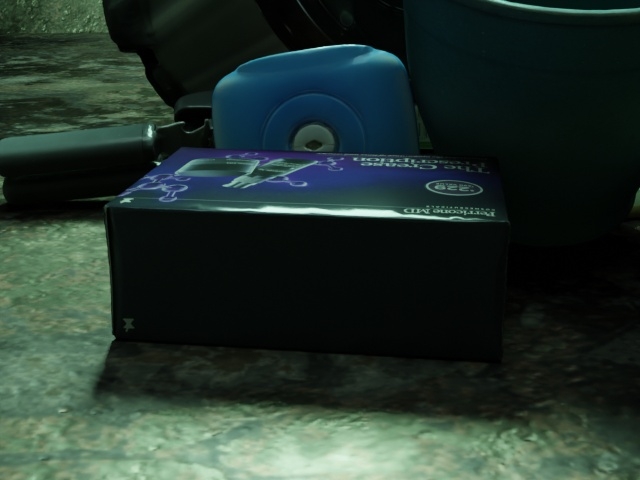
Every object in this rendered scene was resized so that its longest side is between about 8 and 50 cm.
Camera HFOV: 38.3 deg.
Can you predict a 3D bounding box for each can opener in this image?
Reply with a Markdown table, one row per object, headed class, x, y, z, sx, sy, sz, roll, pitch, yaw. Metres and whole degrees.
| class | x | y | z | sx | sy | sz | roll | pitch | yaw |
| --- | --- | --- | --- | --- | --- | --- | --- | --- | --- |
| can opener | -0.186 | -0.098 | 0.955 | 0.283 | 0.076 | 0.095 | -6 | 42 | -2 |

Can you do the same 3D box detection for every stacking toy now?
| class | x | y | z | sx | sy | sz | roll | pitch | yaw |
| --- | --- | --- | --- | --- | --- | --- | --- | --- | --- |
| stacking toy | 0.012 | -0.089 | 0.916 | 0.175 | 0.166 | 0.302 | -8 | 2 | 7 |

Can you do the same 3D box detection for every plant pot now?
| class | x | y | z | sx | sy | sz | roll | pitch | yaw |
| --- | --- | --- | --- | --- | --- | --- | --- | --- | --- |
| plant pot | 0.196 | -0.144 | 0.795 | 0.271 | 0.255 | 0.272 | -1 | 41 | 1 |

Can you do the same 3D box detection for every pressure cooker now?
| class | x | y | z | sx | sy | sz | roll | pitch | yaw |
| --- | --- | --- | --- | --- | --- | --- | --- | --- | --- |
| pressure cooker | -0.033 | -0.300 | 1.108 | 0.420 | 0.370 | 0.375 | -12 | 45 | 57 |

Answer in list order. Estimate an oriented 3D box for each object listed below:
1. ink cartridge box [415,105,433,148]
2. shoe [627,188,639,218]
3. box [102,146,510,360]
| class | x | y | z | sx | sy | sz | roll | pitch | yaw |
| --- | --- | --- | --- | --- | --- | --- | --- | --- | --- |
| ink cartridge box | 0.142 | -0.177 | 1.277 | 0.109 | 0.062 | 0.209 | 1 | 17 | 6 |
| shoe | 0.339 | -0.066 | 0.937 | 0.219 | 0.058 | 0.076 | -10 | 20 | -27 |
| box | 0.000 | 0.000 | 0.674 | 0.261 | 0.103 | 0.184 | 2 | 21 | 7 |
